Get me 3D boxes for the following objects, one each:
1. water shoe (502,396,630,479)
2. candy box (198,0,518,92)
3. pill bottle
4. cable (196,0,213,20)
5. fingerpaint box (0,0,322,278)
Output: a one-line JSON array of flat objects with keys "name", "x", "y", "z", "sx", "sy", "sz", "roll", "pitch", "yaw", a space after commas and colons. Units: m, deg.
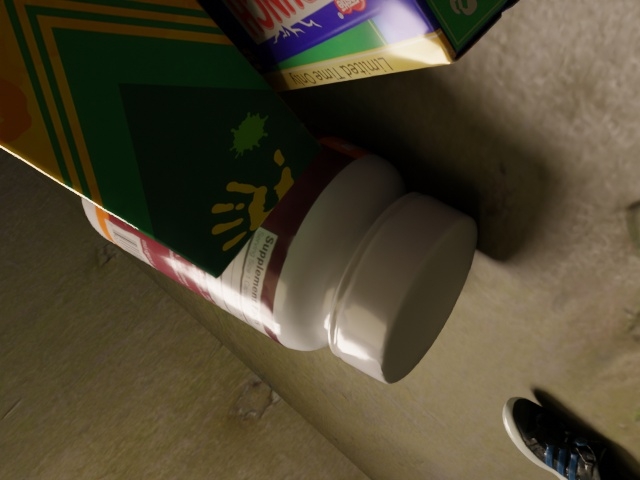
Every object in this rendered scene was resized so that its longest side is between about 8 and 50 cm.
[{"name": "water shoe", "x": 0.323, "y": 0.264, "z": 1.028, "sx": 0.203, "sy": 0.073, "sz": 0.080, "roll": 44, "pitch": 136, "yaw": 4}, {"name": "candy box", "x": -0.038, "y": -0.259, "z": 0.529, "sx": 0.317, "sy": 0.122, "sz": 0.268, "roll": 50, "pitch": 162, "yaw": -22}, {"name": "pill bottle", "x": -0.047, "y": -0.021, "z": 0.888, "sx": 0.392, "sy": 0.224, "sz": 0.224, "roll": 27, "pitch": 157, "yaw": 23}, {"name": "cable", "x": -0.177, "y": -0.305, "z": 0.894, "sx": 0.287, "sy": 0.072, "sz": 0.139, "roll": 63, "pitch": 170, "yaw": -15}, {"name": "fingerpaint box", "x": -0.264, "y": -0.194, "z": 0.666, "sx": 0.444, "sy": 0.163, "sz": 0.371, "roll": 37, "pitch": 178, "yaw": 29}]
